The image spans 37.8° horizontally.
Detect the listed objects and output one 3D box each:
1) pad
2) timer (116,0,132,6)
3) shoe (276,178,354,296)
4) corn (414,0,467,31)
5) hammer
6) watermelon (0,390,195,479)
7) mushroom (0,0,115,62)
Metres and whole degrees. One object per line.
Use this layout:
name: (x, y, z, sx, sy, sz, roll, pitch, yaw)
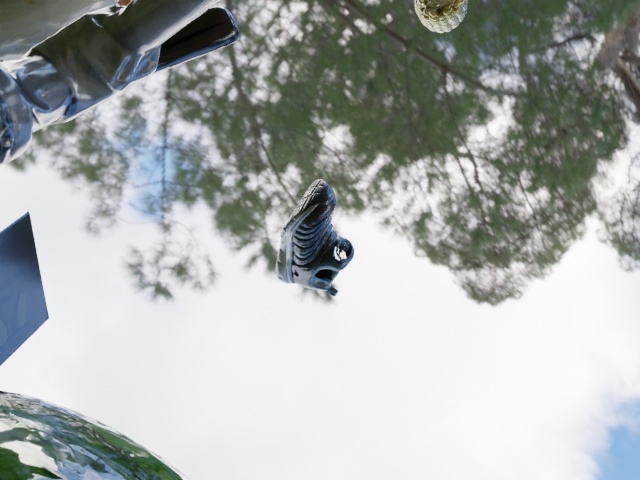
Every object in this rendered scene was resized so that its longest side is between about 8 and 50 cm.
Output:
pad: (-0.322, 0.062, 0.926, 0.004, 0.190, 0.127, 1, -68, 11)
timer: (-0.211, -0.306, 1.214, 0.136, 0.099, 0.136, -3, -94, 61)
shoe: (0.000, 0.000, 1.329, 0.106, 0.207, 0.091, 23, -127, 12)
corn: (0.184, -0.360, 1.420, 0.081, 0.248, 0.081, 1, -82, 8)
hammer: (0.026, -0.132, 0.296, 0.427, 0.152, 0.044, -23, -79, 40)
watermelon: (-0.145, 0.144, 0.355, 0.224, 0.305, 0.180, -2, -112, 31)
mushroom: (-0.364, -0.253, 1.078, 0.270, 0.118, 0.103, -18, -77, -16)
